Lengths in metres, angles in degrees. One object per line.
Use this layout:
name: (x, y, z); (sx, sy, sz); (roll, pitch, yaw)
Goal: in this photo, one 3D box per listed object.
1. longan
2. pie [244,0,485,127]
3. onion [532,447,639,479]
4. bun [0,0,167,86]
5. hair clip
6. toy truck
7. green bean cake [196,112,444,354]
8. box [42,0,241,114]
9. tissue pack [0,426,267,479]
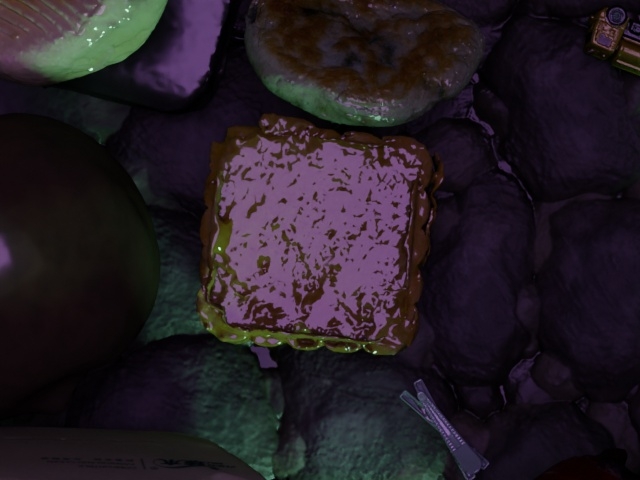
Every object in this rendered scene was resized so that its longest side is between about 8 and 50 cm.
longan: (-0.296, 0.029, 1.168); (0.297, 0.297, 0.297); (0, 85, -1)
pie: (0.042, -0.203, 1.258); (0.241, 0.054, 0.240); (3, 50, -4)
onion: (0.290, 0.362, 1.112); (0.341, 0.341, 0.341); (0, 85, -1)
bun: (-0.243, -0.262, 1.178); (0.244, 0.153, 0.243); (3, 99, 19)
hair clip: (0.127, 0.192, 1.282); (0.030, 0.039, 0.115); (-39, 84, -9)
toy truck: (0.316, -0.208, 1.316); (0.083, 0.049, 0.054); (21, 86, 0)
green bean cake: (0.000, 0.000, 1.252); (0.230, 0.131, 0.224); (6, 82, 3)
box: (-0.236, -0.328, 1.299); (0.350, 0.091, 0.359); (15, 85, 1)
tissue pack: (-0.248, 0.279, 1.106); (0.380, 0.297, 0.207); (3, 89, -16)
